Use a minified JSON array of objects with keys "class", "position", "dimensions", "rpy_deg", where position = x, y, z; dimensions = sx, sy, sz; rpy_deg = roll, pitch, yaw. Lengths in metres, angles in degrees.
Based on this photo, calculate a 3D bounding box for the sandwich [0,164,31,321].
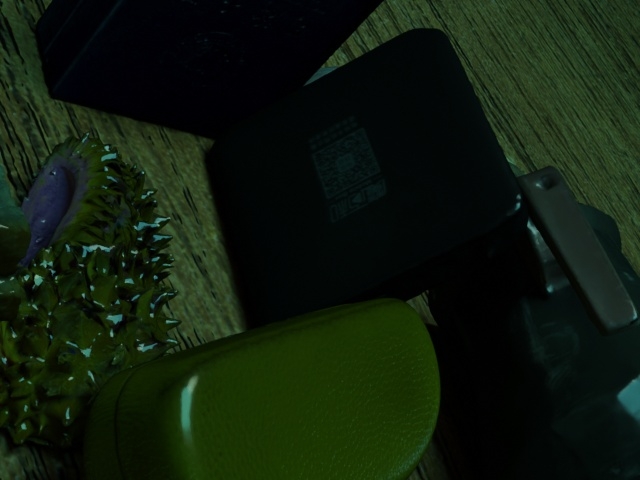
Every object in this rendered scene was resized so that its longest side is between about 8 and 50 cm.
[{"class":"sandwich","position":[-0.366,-0.068,0.823],"dimensions":[0.262,0.131,0.325],"rpy_deg":[6,36,-38]}]

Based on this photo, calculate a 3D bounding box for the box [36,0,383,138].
[{"class":"box","position":[-0.109,-0.243,1.211],"dimensions":[0.261,0.279,0.116],"rpy_deg":[12,46,-41]}]

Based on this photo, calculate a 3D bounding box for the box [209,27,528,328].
[{"class":"box","position":[0.040,-0.058,1.191],"dimensions":[0.073,0.290,0.289],"rpy_deg":[47,19,-52]}]

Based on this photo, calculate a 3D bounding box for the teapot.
[{"class":"teapot","position":[0.269,0.121,1.214],"dimensions":[0.376,0.305,0.362],"rpy_deg":[74,-6,-49]}]

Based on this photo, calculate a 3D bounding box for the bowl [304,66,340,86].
[{"class":"bowl","position":[0.053,-0.163,1.488],"dimensions":[0.189,0.086,0.189],"rpy_deg":[29,37,-26]}]

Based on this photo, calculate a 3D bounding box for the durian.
[{"class":"durian","position":[-0.184,0.035,0.986],"dimensions":[0.191,0.112,0.341],"rpy_deg":[35,35,-16]}]

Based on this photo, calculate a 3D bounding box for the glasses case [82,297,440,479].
[{"class":"glasses case","position":[-0.039,0.158,0.967],"dimensions":[0.371,0.141,0.173],"rpy_deg":[-12,87,-55]}]

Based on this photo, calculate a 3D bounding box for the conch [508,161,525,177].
[{"class":"conch","position":[0.210,-0.019,1.452],"dimensions":[0.245,0.163,0.178],"rpy_deg":[27,17,-40]}]
